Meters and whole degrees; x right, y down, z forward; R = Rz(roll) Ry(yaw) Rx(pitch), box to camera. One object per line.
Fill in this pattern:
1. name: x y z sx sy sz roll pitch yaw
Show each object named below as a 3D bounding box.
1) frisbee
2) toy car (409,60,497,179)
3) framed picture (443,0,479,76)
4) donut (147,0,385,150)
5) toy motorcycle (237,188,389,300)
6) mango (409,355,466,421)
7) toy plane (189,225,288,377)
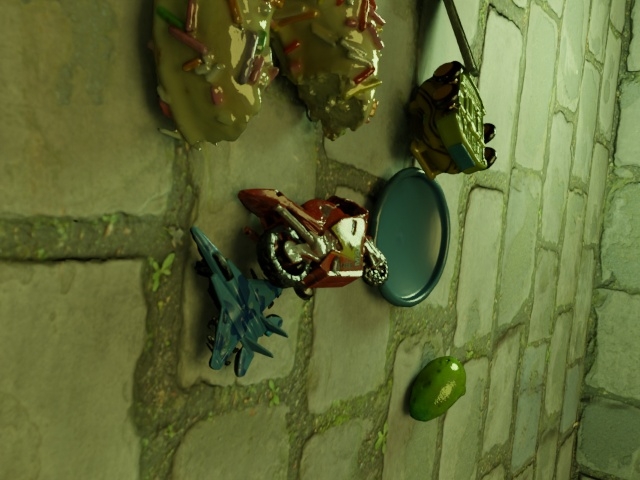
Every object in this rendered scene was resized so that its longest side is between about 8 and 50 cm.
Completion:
1. frisbee: 0.177 -0.007 1.163 0.289 0.049 0.289 -7 99 -47
2. toy car: 0.256 -0.235 1.150 0.200 0.142 0.247 50 37 -31
3. framed picture: 0.281 -0.438 1.160 0.203 0.015 0.150 70 22 -3
4. donut: -0.050 -0.281 0.758 0.371 0.150 0.307 -14 107 -48
5. toy motorcycle: 0.001 0.001 0.892 0.298 0.089 0.171 6 65 -49
6. mango: 0.271 0.344 1.301 0.178 0.100 0.119 -40 128 -30
7. toy plane: -0.127 0.075 0.784 0.169 0.078 0.246 -52 128 -32
